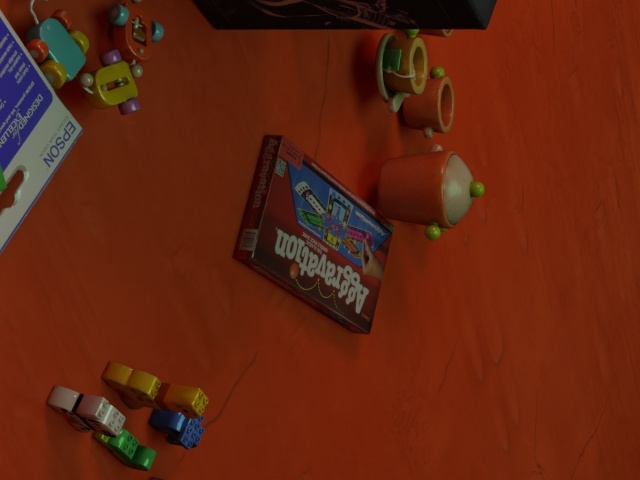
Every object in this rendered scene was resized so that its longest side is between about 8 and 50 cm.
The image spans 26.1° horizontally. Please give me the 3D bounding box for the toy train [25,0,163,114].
[{"bbox_3d":[-0.208,-0.174,1.219,0.166,0.046,0.125,14,66,-53],"label":"toy train"}]

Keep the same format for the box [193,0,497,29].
[{"bbox_3d":[-0.022,-0.357,1.238,0.343,0.312,0.179,48,54,-49],"label":"box"}]

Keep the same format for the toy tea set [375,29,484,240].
[{"bbox_3d":[0.152,-0.163,1.702,0.200,0.124,0.336,-29,118,-65],"label":"toy tea set"}]

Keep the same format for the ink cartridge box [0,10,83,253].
[{"bbox_3d":[-0.296,-0.086,1.078,0.206,0.045,0.208,-62,140,-32],"label":"ink cartridge box"}]

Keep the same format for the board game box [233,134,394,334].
[{"bbox_3d":[0.000,0.000,1.592,0.281,0.027,0.145,35,65,-55],"label":"board game box"}]

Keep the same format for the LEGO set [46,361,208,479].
[{"bbox_3d":[-0.147,0.179,1.309,0.227,0.093,0.087,55,49,-46],"label":"LEGO set"}]

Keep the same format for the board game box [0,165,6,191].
[{"bbox_3d":[-0.349,-0.137,0.895,0.242,0.064,0.316,-37,123,-47],"label":"board game box"}]
